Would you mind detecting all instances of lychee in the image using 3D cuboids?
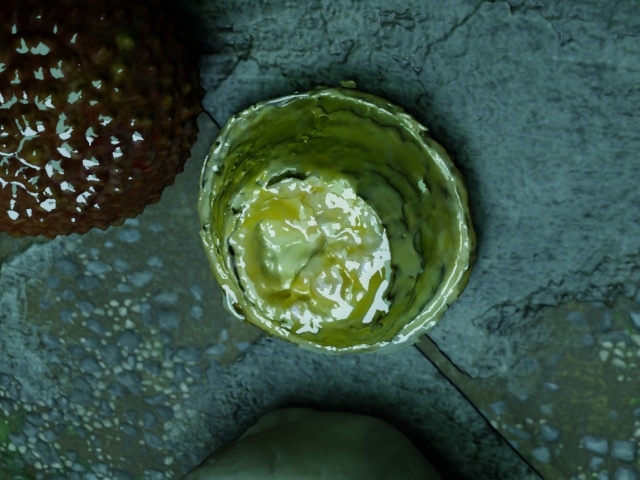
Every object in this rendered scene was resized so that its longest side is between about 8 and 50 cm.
[{"bbox_3d":[-0.245,-0.132,1.067,0.275,0.304,0.276,36,150,25],"label":"lychee"}]

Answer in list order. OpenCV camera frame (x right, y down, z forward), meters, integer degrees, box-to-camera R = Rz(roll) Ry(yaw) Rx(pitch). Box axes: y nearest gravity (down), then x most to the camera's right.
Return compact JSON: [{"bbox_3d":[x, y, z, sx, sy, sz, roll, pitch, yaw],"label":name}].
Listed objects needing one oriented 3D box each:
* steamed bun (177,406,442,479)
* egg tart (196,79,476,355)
[{"bbox_3d":[-0.013,0.311,1.195,0.383,0.247,0.236,-8,99,28],"label":"steamed bun"},{"bbox_3d":[0.000,0.000,1.122,0.314,0.120,0.315,8,114,17],"label":"egg tart"}]
